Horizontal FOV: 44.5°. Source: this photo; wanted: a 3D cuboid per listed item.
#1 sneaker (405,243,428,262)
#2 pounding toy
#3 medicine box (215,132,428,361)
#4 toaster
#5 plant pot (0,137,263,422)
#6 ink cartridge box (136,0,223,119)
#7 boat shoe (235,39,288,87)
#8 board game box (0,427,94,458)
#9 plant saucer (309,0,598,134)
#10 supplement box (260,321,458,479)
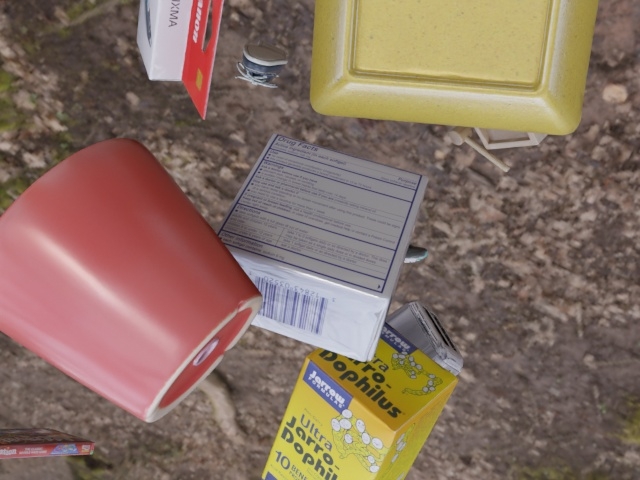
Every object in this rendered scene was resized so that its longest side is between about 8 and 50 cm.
[{"bbox_3d":[0.181,0.007,1.913,0.166,0.065,0.076,9,111,19],"label":"sneaker"},{"bbox_3d":[0.334,-0.225,1.447,0.206,0.094,0.181,3,133,57],"label":"pounding toy"},{"bbox_3d":[0.000,0.000,1.199,0.263,0.289,0.149,17,134,7],"label":"medicine box"},{"bbox_3d":[0.195,0.229,1.649,0.129,0.146,0.227,37,-162,-45],"label":"toaster"},{"bbox_3d":[-0.218,0.058,0.910,0.243,0.275,0.275,40,161,9],"label":"plant pot"},{"bbox_3d":[-0.227,-0.386,1.249,0.261,0.066,0.296,-118,34,-42],"label":"ink cartridge box"},{"bbox_3d":[-0.122,-0.361,1.612,0.095,0.079,0.254,22,-162,-9],"label":"boat shoe"},{"bbox_3d":[-0.576,0.375,1.452,0.145,0.027,0.281,6,172,34],"label":"board game box"},{"bbox_3d":[0.151,-0.290,0.885,0.332,0.333,0.081,6,-162,9],"label":"plant saucer"},{"bbox_3d":[0.058,0.340,1.377,0.194,0.195,0.357,37,129,24],"label":"supplement box"}]
